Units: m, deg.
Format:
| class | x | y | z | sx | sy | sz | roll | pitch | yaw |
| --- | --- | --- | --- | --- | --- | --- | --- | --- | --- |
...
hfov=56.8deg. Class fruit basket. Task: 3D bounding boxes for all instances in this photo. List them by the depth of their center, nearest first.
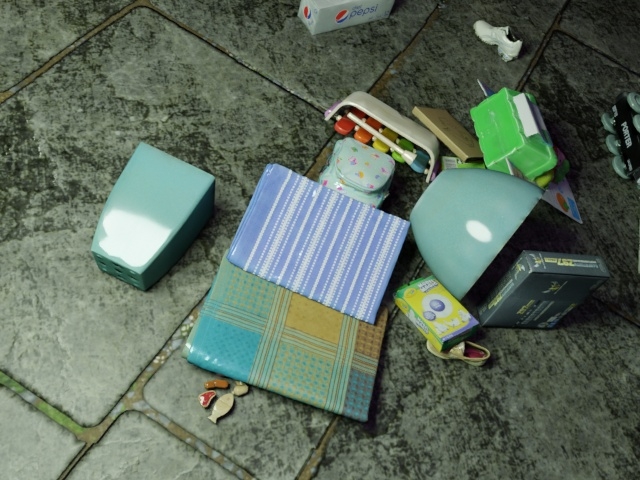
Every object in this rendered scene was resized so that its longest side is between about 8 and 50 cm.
| class | x | y | z | sx | sy | sz | roll | pitch | yaw |
| --- | --- | --- | --- | --- | --- | --- | --- | --- | --- |
| fruit basket | 0.552 | -0.234 | 1.521 | 0.353 | 0.165 | 0.327 | 17 | 52 | -33 |

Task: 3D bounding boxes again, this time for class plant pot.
| class | x | y | z | sx | sy | sz | roll | pitch | yaw |
| --- | --- | --- | --- | --- | --- | --- | --- | --- | --- |
| plant pot | -0.338 | -0.033 | 1.180 | 0.166 | 0.165 | 0.234 | 25 | 64 | 0 |
| plant pot | 0.310 | -0.044 | 1.273 | 0.195 | 0.290 | 0.290 | 38 | 57 | 13 |

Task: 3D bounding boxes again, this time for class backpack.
| class | x | y | z | sx | sy | sz | roll | pitch | yaw |
| --- | --- | --- | --- | --- | --- | --- | --- | --- | --- |
| backpack | 0.076 | -0.129 | 1.360 | 0.166 | 0.144 | 0.188 | 26 | 65 | -4 |

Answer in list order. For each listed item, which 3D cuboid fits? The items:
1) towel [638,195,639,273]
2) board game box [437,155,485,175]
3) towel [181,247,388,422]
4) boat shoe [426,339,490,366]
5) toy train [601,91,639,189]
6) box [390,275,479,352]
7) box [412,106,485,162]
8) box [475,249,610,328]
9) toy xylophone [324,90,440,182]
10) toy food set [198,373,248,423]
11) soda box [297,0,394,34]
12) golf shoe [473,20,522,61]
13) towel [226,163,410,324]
| class | x | y | z | sx | sy | sz | roll | pitch | yaw |
| --- | --- | --- | --- | --- | --- | --- | --- | --- | --- |
| towel | 0.987 | 0.047 | 1.568 | 0.312 | 0.056 | 0.324 | 23 | 54 | -5 |
| board game box | 0.371 | -0.097 | 1.484 | 0.124 | 0.039 | 0.259 | 5 | 56 | -12 |
| towel | -0.058 | 0.183 | 1.181 | 0.370 | 0.040 | 0.271 | 21 | 51 | -4 |
| boat shoe | 0.295 | 0.229 | 1.260 | 0.135 | 0.045 | 0.050 | 14 | 57 | -7 |
| toy train | 0.931 | -0.279 | 1.698 | 0.190 | 0.142 | 0.334 | 19 | 54 | -18 |
| box | 0.241 | 0.146 | 1.276 | 0.105 | 0.043 | 0.179 | -21 | 48 | -26 |
| box | 0.348 | -0.275 | 1.543 | 0.164 | 0.021 | 0.201 | -10 | 53 | -49 |
| box | 0.466 | 0.112 | 1.265 | 0.183 | 0.232 | 0.059 | 5 | 53 | -13 |
| toy xylophone | 0.157 | -0.259 | 1.451 | 0.323 | 0.081 | 0.236 | 36 | 32 | 9 |
| toy food set | -0.182 | 0.277 | 1.114 | 0.078 | 0.019 | 0.122 | 42 | 58 | 11 |
| soda box | 0.081 | -0.691 | 1.724 | 0.286 | 0.098 | 0.091 | -23 | 68 | -25 |
| golf shoe | 0.555 | -0.640 | 1.832 | 0.069 | 0.086 | 0.176 | -35 | 72 | -28 |
| towel | 0.000 | 0.000 | 1.238 | 0.336 | 0.040 | 0.243 | 24 | 73 | -2 |
